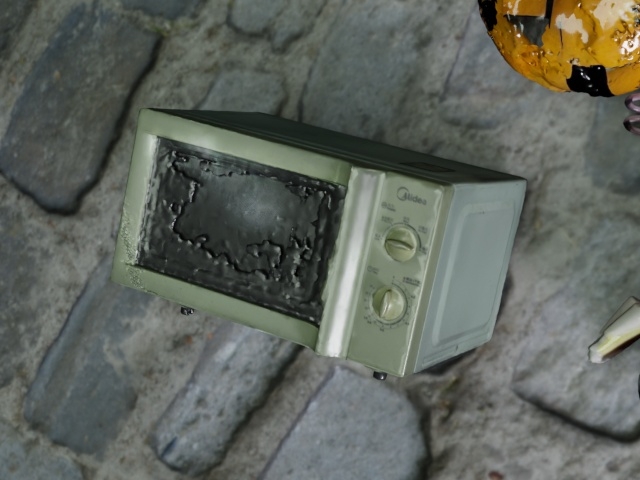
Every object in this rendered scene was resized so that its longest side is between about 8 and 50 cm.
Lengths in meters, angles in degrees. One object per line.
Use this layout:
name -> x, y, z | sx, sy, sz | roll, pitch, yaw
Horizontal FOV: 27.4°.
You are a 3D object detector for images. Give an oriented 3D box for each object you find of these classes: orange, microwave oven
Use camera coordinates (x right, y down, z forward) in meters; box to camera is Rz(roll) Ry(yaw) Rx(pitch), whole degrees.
orange -> 0.275, -0.257, 1.312 | 0.234, 0.182, 0.235 | 3, 95, 38
microwave oven -> 0.000, 0.000, 1.403 | 0.354, 0.286, 0.219 | 16, 100, 25

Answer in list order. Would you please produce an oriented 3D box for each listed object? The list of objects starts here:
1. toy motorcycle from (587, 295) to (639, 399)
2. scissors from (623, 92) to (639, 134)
toy motorcycle -> 0.411, 0.026, 1.292 | 0.223, 0.108, 0.341 | 45, 104, 9
scissors -> 0.396, -0.121, 1.326 | 0.176, 0.085, 0.022 | 7, 67, 14
